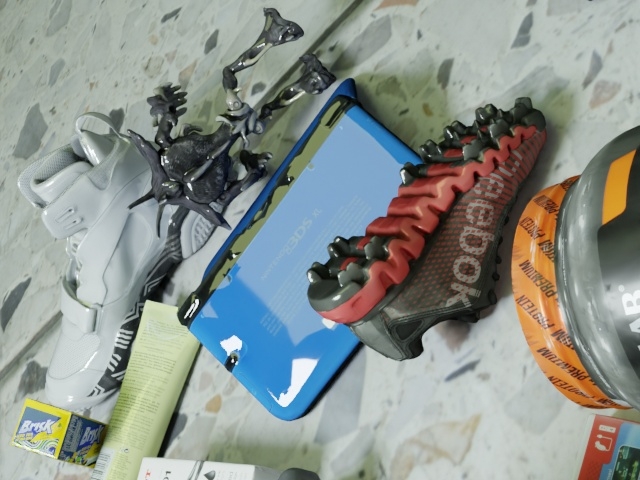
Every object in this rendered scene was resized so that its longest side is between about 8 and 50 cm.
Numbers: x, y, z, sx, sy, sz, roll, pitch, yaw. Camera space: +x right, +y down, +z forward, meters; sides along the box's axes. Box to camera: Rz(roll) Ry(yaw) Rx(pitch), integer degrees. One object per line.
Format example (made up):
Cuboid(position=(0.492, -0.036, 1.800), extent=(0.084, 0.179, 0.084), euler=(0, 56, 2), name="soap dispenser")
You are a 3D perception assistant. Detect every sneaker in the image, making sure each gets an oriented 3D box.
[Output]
Cuboid(position=(-0.282, 0.023, 1.396), extent=(0.366, 0.210, 0.137), euler=(-59, 36, 6), name="sneaker")
Cuboid(position=(0.116, -0.005, 1.028), extent=(0.276, 0.135, 0.097), euler=(-47, 20, -17), name="sneaker")

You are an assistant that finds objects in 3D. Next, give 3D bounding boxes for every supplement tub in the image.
Cuboid(position=(0.298, 0.004, 0.705), extent=(0.338, 0.207, 0.207), euler=(-18, 56, 45), name="supplement tub")

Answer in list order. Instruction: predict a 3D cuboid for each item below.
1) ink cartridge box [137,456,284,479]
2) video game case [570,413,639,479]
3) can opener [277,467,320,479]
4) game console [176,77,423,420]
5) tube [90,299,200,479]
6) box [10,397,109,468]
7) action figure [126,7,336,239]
Cuboid(position=(-0.108, 0.289, 1.132), extent=(0.190, 0.082, 0.140), euler=(-8, 63, 47), name="ink cartridge box")
Cuboid(position=(0.266, 0.234, 0.755), extent=(0.285, 0.025, 0.204), euler=(5, 73, 51), name="video game case")
Cuboid(position=(-0.032, 0.339, 0.994), extent=(0.076, 0.095, 0.283), euler=(-14, 58, 47), name="can opener")
Cuboid(position=(0.000, 0.000, 1.223), extent=(0.250, 0.173, 0.293), euler=(42, 105, 21), name="game console")
Cuboid(position=(-0.197, 0.187, 1.325), extent=(0.062, 0.070, 0.240), euler=(150, 138, -69), name="tube")
Cuboid(position=(-0.280, 0.221, 1.311), extent=(0.059, 0.169, 0.054), euler=(14, 77, 14), name="box")
Cuboid(position=(-0.112, -0.123, 1.318), extent=(0.276, 0.164, 0.141), euler=(-46, 16, -6), name="action figure")
